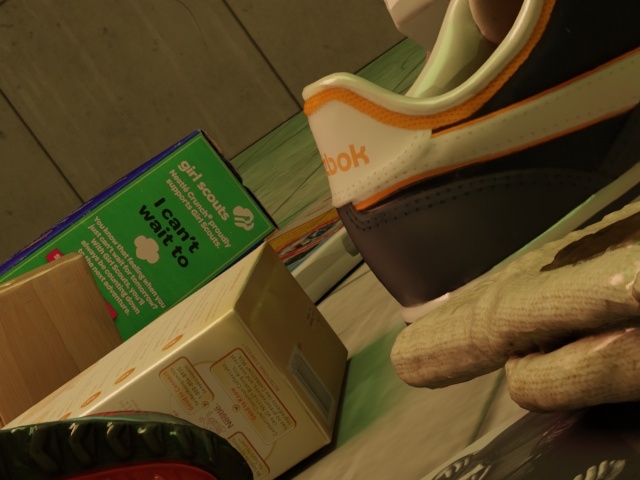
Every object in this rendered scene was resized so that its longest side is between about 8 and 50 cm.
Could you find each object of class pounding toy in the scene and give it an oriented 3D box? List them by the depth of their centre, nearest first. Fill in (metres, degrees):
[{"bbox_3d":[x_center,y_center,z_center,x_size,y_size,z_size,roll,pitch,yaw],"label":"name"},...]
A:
[{"bbox_3d":[-0.148,0.085,0.890,0.100,0.130,0.141,-25,5,-10],"label":"pounding toy"}]

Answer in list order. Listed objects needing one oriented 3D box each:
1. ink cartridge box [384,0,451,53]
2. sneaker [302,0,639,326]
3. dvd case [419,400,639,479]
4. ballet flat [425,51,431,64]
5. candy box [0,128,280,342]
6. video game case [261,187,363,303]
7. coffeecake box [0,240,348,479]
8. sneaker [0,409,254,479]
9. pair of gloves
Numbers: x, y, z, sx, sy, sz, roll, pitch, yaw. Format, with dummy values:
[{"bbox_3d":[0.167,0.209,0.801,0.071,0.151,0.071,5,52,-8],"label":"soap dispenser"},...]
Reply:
[{"bbox_3d":[0.161,-0.125,0.768,0.189,0.066,0.232,-32,-36,24],"label":"ink cartridge box"},{"bbox_3d":[0.140,-0.094,0.625,0.321,0.127,0.126,-36,5,-10],"label":"sneaker"},{"bbox_3d":[-0.010,0.113,0.337,0.238,0.029,0.179,-36,7,2],"label":"dvd case"},{"bbox_3d":[0.186,-0.210,1.484,0.221,0.077,0.079,-44,27,-21],"label":"ballet flat"},{"bbox_3d":[-0.228,0.066,1.388,0.317,0.122,0.268,-42,8,-36],"label":"candy box"},{"bbox_3d":[0.000,0.000,1.103,0.285,0.025,0.204,-41,8,-38],"label":"video game case"},{"bbox_3d":[-0.084,0.090,0.705,0.185,0.068,0.142,-35,7,9],"label":"coffeecake box"},{"bbox_3d":[-0.130,0.129,0.524,0.262,0.104,0.125,-35,5,9],"label":"sneaker"},{"bbox_3d":[0.140,-0.030,0.405,0.240,0.042,0.204,-27,4,-13],"label":"pair of gloves"}]
